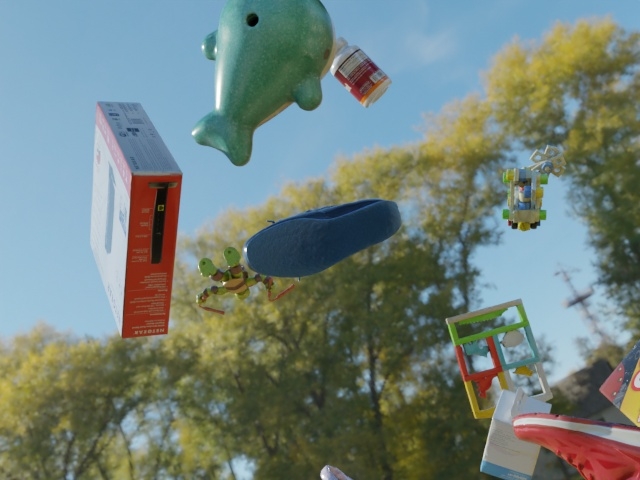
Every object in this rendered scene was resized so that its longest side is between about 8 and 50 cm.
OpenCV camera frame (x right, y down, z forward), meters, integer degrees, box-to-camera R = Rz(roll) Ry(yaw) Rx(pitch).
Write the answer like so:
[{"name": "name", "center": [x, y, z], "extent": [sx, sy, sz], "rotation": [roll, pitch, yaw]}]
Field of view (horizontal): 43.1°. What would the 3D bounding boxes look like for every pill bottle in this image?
[{"name": "pill bottle", "center": [0.079, -0.374, 1.791], "extent": [0.086, 0.152, 0.086], "rotation": [-44, -4, -4]}]

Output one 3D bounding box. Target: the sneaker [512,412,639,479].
[{"name": "sneaker", "center": [0.332, 0.286, 1.000], "extent": [0.087, 0.128, 0.221], "rotation": [17, -14, -41]}]

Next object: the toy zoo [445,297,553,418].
[{"name": "toy zoo", "center": [0.435, 0.305, 1.951], "extent": [0.192, 0.293, 0.030], "rotation": [-15, -10, 1]}]

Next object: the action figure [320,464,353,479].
[{"name": "action figure", "center": [0.091, 0.395, 1.020], "extent": [0.370, 0.248, 0.276], "rotation": [107, -174, -55]}]

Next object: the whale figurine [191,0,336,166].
[{"name": "whale figurine", "center": [-0.096, -0.248, 1.164], "extent": [0.272, 0.216, 0.141], "rotation": [-59, -19, 3]}]

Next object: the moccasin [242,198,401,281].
[{"name": "moccasin", "center": [0.000, 0.000, 1.651], "extent": [0.341, 0.138, 0.117], "rotation": [-12, 11, -22]}]

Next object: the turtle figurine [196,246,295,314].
[{"name": "turtle figurine", "center": [-0.214, 0.097, 2.094], "extent": [0.269, 0.087, 0.217], "rotation": [-11, -32, 9]}]

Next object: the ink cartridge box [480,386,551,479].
[{"name": "ink cartridge box", "center": [0.347, 0.342, 1.432], "extent": [0.092, 0.089, 0.143], "rotation": [-48, -31, -55]}]

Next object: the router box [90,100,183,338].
[{"name": "router box", "center": [-0.331, -0.046, 1.415], "extent": [0.082, 0.335, 0.301], "rotation": [-2, -62, -25]}]

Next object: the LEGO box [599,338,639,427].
[{"name": "LEGO box", "center": [0.660, 0.119, 1.079], "extent": [0.500, 0.193, 0.372], "rotation": [-54, 6, 6]}]

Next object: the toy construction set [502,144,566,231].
[{"name": "toy construction set", "center": [0.588, -0.148, 2.284], "extent": [0.151, 0.215, 0.327], "rotation": [7, 26, 28]}]
